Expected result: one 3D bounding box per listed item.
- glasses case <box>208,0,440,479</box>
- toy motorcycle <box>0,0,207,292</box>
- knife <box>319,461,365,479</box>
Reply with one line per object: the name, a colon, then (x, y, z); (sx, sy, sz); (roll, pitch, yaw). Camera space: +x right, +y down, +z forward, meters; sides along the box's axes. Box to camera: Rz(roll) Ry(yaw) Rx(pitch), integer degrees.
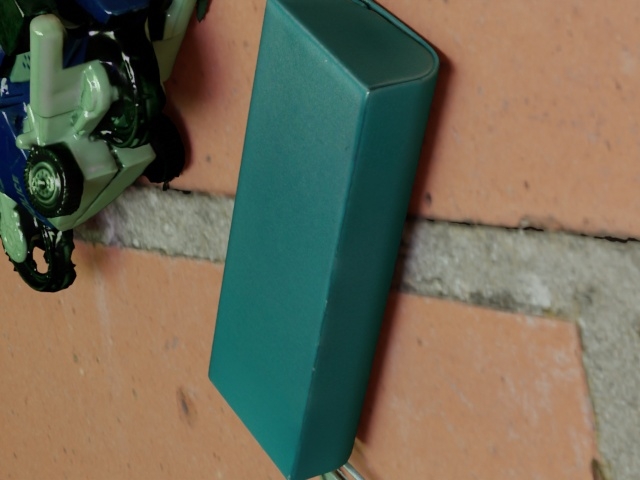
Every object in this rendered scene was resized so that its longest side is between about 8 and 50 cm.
glasses case: (0.000, -0.001, 1.135); (0.117, 0.070, 0.301); (48, 141, 38)
toy motorcycle: (-0.193, -0.098, 1.305); (0.196, 0.125, 0.331); (59, 148, 14)
knife: (-0.002, 0.203, 1.265); (0.078, 0.022, 0.166); (49, 139, 24)
